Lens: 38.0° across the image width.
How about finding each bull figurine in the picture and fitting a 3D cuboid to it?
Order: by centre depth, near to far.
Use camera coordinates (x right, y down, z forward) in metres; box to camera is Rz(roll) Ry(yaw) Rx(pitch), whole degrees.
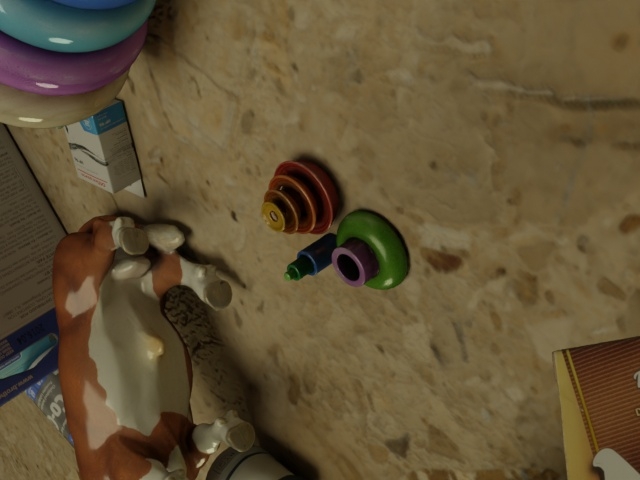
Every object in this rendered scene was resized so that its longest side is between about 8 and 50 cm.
[{"bbox_3d":[-0.135,0.125,0.711,0.188,0.101,0.310,-21,83,50],"label":"bull figurine"}]

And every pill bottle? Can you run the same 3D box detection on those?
[{"bbox_3d":[-0.225,0.169,0.925,0.137,0.078,0.078,42,143,19],"label":"pill bottle"}]

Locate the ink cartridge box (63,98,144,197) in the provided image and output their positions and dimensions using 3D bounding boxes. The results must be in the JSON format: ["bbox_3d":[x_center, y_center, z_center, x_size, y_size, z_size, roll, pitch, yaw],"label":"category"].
[{"bbox_3d":[-0.165,-0.068,0.701,0.048,0.028,0.083,23,135,38],"label":"ink cartridge box"}]

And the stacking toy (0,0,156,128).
[{"bbox_3d":[-0.106,-0.192,0.461,0.141,0.141,0.330,55,138,1],"label":"stacking toy"}]

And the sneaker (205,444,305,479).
[{"bbox_3d":[-0.032,0.294,0.782,0.091,0.094,0.258,18,130,47],"label":"sneaker"}]

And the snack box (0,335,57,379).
[{"bbox_3d":[-0.424,0.045,0.966,0.322,0.187,0.060,33,140,28],"label":"snack box"}]

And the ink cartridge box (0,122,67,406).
[{"bbox_3d":[-0.333,-0.006,0.814,0.065,0.186,0.311,-18,104,52],"label":"ink cartridge box"}]

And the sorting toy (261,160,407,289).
[{"bbox_3d":[0.000,0.000,0.546,0.102,0.042,0.061,43,144,17],"label":"sorting toy"}]

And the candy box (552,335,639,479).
[{"bbox_3d":[0.174,0.076,0.294,0.187,0.053,0.109,-14,64,32],"label":"candy box"}]
